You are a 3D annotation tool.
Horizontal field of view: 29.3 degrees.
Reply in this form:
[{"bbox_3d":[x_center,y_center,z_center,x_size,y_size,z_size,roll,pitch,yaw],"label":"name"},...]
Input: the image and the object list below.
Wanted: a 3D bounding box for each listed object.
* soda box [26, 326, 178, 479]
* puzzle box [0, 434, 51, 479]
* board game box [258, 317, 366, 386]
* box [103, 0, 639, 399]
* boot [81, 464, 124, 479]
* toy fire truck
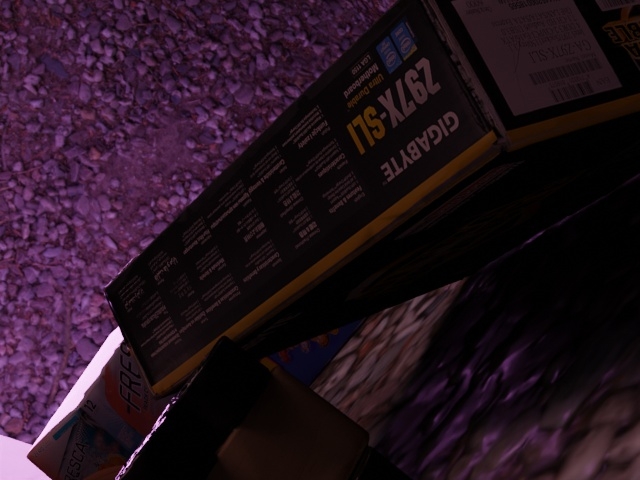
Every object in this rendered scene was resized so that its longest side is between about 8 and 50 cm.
[{"bbox_3d":[-0.142,0.110,0.885,0.063,0.058,0.183,-41,11,22],"label":"soda box"},{"bbox_3d":[-0.335,0.227,0.960,0.272,0.052,0.409,-15,6,-32],"label":"puzzle box"},{"bbox_3d":[-0.105,0.130,1.099,0.233,0.078,0.347,-48,8,-17],"label":"board game box"},{"bbox_3d":[0.067,-0.034,0.629,0.257,0.079,0.322,-20,-11,-38],"label":"box"},{"bbox_3d":[-0.116,0.184,0.812,0.087,0.119,0.042,112,148,-50],"label":"boot"},{"bbox_3d":[-0.104,0.182,0.580,0.246,0.158,0.217,-51,3,39],"label":"toy fire truck"}]
